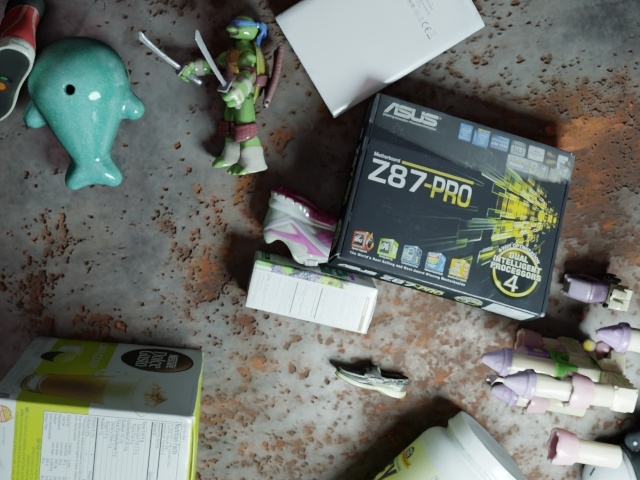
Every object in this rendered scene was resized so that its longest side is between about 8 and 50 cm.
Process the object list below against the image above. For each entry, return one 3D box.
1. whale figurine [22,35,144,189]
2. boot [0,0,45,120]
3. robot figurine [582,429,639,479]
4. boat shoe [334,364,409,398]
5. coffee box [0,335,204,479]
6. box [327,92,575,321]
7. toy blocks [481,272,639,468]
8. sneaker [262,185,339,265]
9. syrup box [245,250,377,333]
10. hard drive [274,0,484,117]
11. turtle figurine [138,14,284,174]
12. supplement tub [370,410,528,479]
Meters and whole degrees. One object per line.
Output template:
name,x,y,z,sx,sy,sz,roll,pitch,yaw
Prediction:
whale figurine,-0.421,-0.220,1.556,0.216,0.141,0.272,-4,103,-3
boot,-0.559,-0.325,1.560,0.088,0.176,0.244,24,138,-31
robot figurine,0.665,0.483,1.758,0.278,0.173,0.209,-6,71,-2
boat shoe,0.103,0.269,1.744,0.152,0.056,0.049,18,96,-17
coffee box,-0.393,0.392,1.594,0.334,0.337,0.338,6,101,-5
box,0.239,-0.057,1.599,0.395,0.097,0.318,17,75,-7
toy blocks,0.421,0.217,1.634,0.260,0.288,0.309,11,103,-1
sneaker,0.000,0.000,1.658,0.252,0.103,0.111,28,104,-2
syrup box,-0.018,0.097,1.675,0.237,0.093,0.096,13,101,-6
hard drive,0.107,-0.396,1.598,0.319,0.040,0.210,-31,102,4
turtle figurine,-0.189,-0.250,1.540,0.198,0.275,0.266,5,110,31
supplement tub,0.222,0.513,1.709,0.325,0.235,0.235,-44,101,6
